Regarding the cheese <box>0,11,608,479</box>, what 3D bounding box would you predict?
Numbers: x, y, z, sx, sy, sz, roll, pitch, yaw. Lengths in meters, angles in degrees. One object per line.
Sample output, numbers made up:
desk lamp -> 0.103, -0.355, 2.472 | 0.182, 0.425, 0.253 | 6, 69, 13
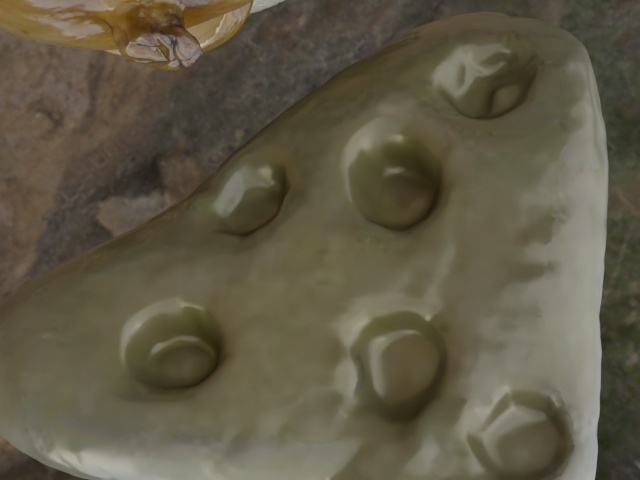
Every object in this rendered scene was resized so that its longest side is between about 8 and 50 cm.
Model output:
cheese -> 0.000, 0.000, 0.588 | 0.130, 0.350, 0.329 | 63, 41, -67

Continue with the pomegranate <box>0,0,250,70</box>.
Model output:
pomegranate -> -0.180, -0.336, 0.888 | 0.411, 0.411, 0.411 | -39, 160, -17

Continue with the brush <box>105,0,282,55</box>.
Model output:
brush -> -0.179, -0.331, 1.317 | 0.266, 0.174, 0.166 | -18, -162, 33
